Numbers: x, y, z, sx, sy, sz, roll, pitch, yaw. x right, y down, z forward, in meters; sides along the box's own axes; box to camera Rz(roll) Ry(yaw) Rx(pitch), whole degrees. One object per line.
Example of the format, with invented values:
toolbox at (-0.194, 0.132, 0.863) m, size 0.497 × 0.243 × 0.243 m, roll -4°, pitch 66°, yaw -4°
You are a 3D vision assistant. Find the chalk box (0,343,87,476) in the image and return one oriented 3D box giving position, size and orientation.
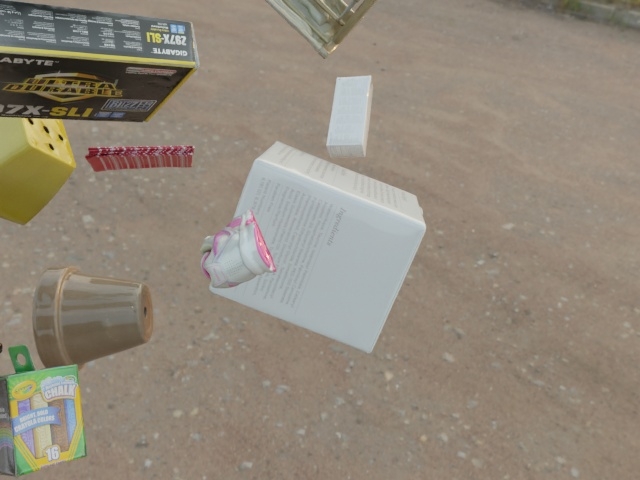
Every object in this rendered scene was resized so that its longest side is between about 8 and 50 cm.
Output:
chalk box at (-0.514, 0.291, 1.152) m, size 0.132 × 0.213 × 0.132 m, roll -14°, pitch -10°, yaw 39°

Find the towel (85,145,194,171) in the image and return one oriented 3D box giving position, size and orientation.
towel at (-0.482, -0.217, 1.756) m, size 0.274 × 0.031 × 0.199 m, roll -3°, pitch -5°, yaw -14°

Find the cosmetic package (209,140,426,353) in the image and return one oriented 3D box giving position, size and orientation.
cosmetic package at (0.000, 0.000, 1.538) m, size 0.393 × 0.327 × 0.329 m, roll 21°, pitch 15°, yaw -1°

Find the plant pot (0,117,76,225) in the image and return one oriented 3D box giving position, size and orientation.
plant pot at (-0.647, -0.188, 1.366) m, size 0.187 × 0.212 × 0.212 m, roll -29°, pitch 69°, yaw 10°

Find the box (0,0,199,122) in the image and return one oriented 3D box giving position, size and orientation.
box at (-0.378, -0.252, 0.959) m, size 0.322 × 0.079 × 0.257 m, roll -4°, pitch -5°, yaw -33°

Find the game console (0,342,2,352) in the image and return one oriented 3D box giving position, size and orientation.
game console at (-0.656, 0.164, 0.971) m, size 0.293 × 0.250 × 0.173 m, roll -11°, pitch 6°, yaw 17°

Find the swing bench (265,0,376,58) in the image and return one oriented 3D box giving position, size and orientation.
swing bench at (0.008, -0.542, 1.266) m, size 0.253 × 0.254 × 0.165 m, roll 43°, pitch 33°, yaw -9°

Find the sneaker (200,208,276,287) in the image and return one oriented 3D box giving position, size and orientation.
sneaker at (-0.145, 0.017, 1.072) m, size 0.111 × 0.103 × 0.252 m, roll -23°, pitch 6°, yaw -4°

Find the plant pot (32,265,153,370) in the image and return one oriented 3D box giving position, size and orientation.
plant pot at (-0.534, 0.184, 1.582) m, size 0.229 × 0.263 × 0.263 m, roll -5°, pitch 33°, yaw -3°

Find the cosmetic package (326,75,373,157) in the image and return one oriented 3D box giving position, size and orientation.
cosmetic package at (0.082, -0.335, 1.756) m, size 0.099 × 0.060 × 0.239 m, roll 2°, pitch 61°, yaw 13°
